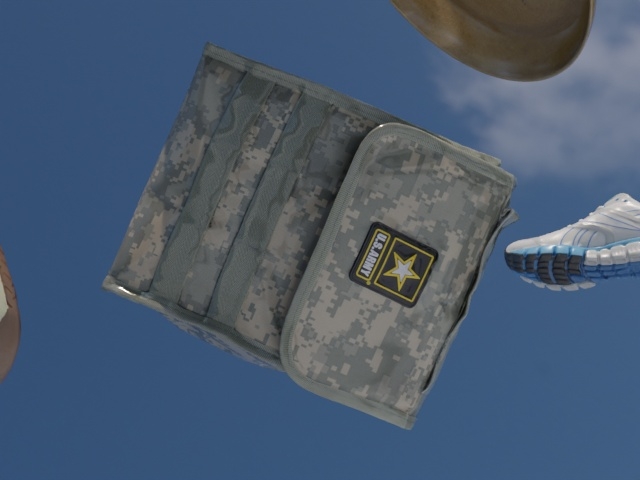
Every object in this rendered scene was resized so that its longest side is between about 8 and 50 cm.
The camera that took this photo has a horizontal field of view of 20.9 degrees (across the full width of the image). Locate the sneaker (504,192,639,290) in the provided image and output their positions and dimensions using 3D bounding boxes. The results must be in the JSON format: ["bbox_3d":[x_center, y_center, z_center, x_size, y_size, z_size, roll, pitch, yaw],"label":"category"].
[{"bbox_3d":[0.274,-0.004,1.696,0.190,0.083,0.071,-5,-30,10],"label":"sneaker"}]

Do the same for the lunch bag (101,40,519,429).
[{"bbox_3d":[0.000,0.000,1.460,0.235,0.287,0.169,-66,-16,-3],"label":"lunch bag"}]

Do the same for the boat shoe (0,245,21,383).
[{"bbox_3d":[-0.223,-0.042,0.805,0.095,0.257,0.095,-7,-35,-34],"label":"boat shoe"}]

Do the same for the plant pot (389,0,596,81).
[{"bbox_3d":[0.096,-0.211,1.153,0.032,0.236,0.236,-40,-56,-24],"label":"plant pot"}]
